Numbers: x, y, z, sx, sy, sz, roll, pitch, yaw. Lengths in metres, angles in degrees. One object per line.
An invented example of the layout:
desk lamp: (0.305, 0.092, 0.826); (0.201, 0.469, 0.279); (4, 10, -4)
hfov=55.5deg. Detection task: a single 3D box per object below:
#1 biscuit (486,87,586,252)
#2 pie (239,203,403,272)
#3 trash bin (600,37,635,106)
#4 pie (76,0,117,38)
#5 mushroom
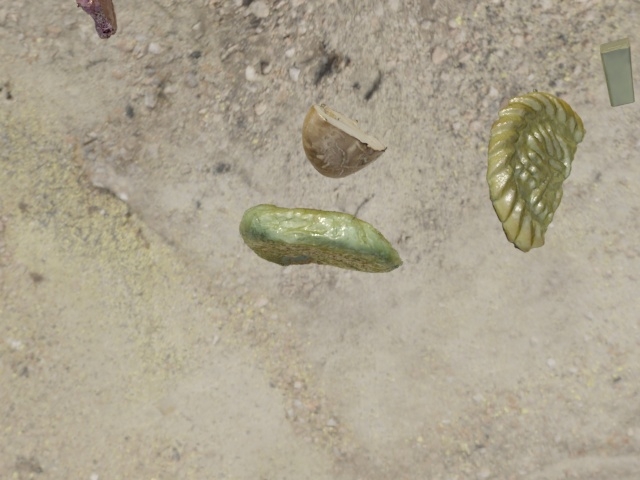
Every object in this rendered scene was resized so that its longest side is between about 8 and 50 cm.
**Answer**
biscuit: (0.335, -0.132, 0.966); (0.187, 0.273, 0.036); (36, 160, -26)
pie: (0.000, 0.000, 1.025); (0.277, 0.277, 0.078); (8, 79, 0)
trash bin: (0.472, -0.265, 0.965); (0.043, 0.061, 0.092); (-7, 116, 28)
pie: (-0.519, -0.574, 1.385); (0.054, 0.219, 0.204); (-13, 92, -2)
mushroom: (0.040, -0.232, 1.530); (0.151, 0.156, 0.286); (-48, 145, 20)
